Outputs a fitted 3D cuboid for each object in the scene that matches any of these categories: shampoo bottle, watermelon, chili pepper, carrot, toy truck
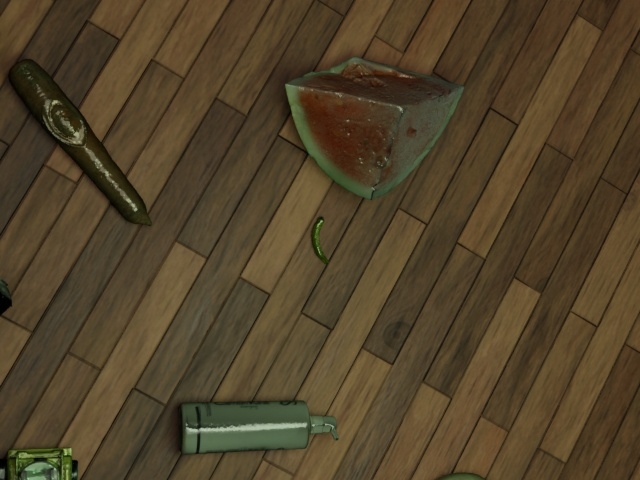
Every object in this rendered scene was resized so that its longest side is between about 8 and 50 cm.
[{"bbox_3d":[-0.103,0.308,1.851,0.263,0.085,0.085,0,86,-13],"label":"shampoo bottle"},{"bbox_3d":[0.080,-0.213,1.901,0.260,0.176,0.256,21,72,11],"label":"watermelon"},{"bbox_3d":[0.000,0.000,1.935,0.030,0.017,0.083,0,85,-15],"label":"chili pepper"},{"bbox_3d":[-0.390,-0.155,1.831,0.070,0.070,0.342,-40,96,-13],"label":"carrot"},{"bbox_3d":[-0.444,0.461,1.734,0.128,0.135,0.259,1,89,-13],"label":"toy truck"}]

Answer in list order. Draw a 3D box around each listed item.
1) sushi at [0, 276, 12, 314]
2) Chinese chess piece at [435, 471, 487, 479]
[{"bbox_3d":[-0.633,0.017,1.692,0.171,0.211,0.350,-43,90,-8],"label":"sushi"},{"bbox_3d":[0.249,0.497,1.925,0.189,0.083,0.188,1,86,-10],"label":"Chinese chess piece"}]
